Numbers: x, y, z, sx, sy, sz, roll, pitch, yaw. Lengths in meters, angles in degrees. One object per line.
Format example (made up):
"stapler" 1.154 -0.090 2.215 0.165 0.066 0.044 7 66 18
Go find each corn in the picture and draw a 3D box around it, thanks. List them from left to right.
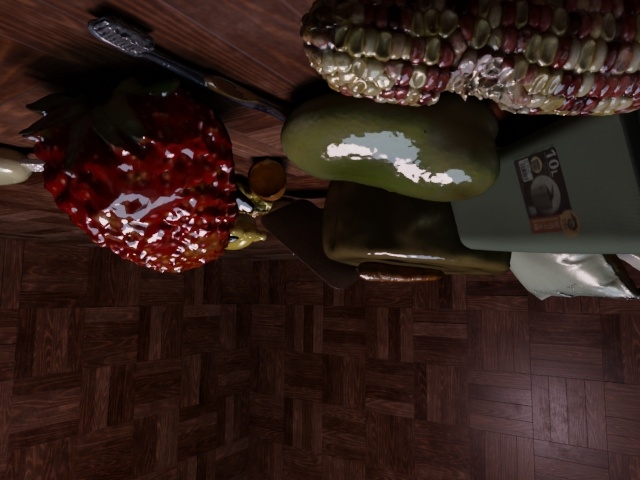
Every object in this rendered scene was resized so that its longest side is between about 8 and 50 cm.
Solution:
"corn" 0.129 -0.146 0.359 0.290 0.098 0.098 0 174 -2

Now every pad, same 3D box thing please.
"pad" 0.000 0.000 1.085 0.176 0.266 0.002 -30 153 -43

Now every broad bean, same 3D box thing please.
"broad bean" 0.084 -0.122 0.577 0.263 0.121 0.189 11 170 3

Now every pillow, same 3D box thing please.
"pillow" 0.463 -0.001 0.976 0.119 0.310 0.312 -39 180 -13

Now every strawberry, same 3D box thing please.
"strawberry" -0.199 -0.036 0.568 0.234 0.137 0.306 -9 132 11

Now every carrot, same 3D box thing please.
"carrot" -0.099 -0.104 0.906 0.072 0.072 0.205 1 177 -3
"carrot" 0.144 0.059 0.830 0.165 0.035 0.036 5 173 -8

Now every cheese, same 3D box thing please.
"cheese" -0.521 -0.128 0.786 0.252 0.054 0.127 0 173 -5

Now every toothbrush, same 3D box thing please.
"toothbrush" -0.099 -0.168 0.519 0.031 0.023 0.321 7 179 34

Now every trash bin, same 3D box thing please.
"trash bin" 0.338 -0.070 0.584 0.223 0.158 0.343 -14 179 -14

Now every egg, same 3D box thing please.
"egg" -0.098 -0.071 1.189 0.071 0.071 0.083 1 169 -2

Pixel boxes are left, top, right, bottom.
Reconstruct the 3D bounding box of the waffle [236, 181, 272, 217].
"waffle" -0.242 -0.092 1.070 0.312 0.060 0.307 -2 174 36

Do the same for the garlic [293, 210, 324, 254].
"garlic" -0.009 -0.021 1.361 0.198 0.128 0.090 -6 -172 26

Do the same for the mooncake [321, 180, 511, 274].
"mooncake" 0.190 -0.042 0.921 0.379 0.200 0.378 5 173 1

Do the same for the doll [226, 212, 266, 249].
"doll" -0.248 -0.023 1.046 0.291 0.086 0.117 1 178 34

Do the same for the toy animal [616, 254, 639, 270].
"toy animal" 0.599 -0.038 1.080 0.266 0.188 0.308 31 168 14
